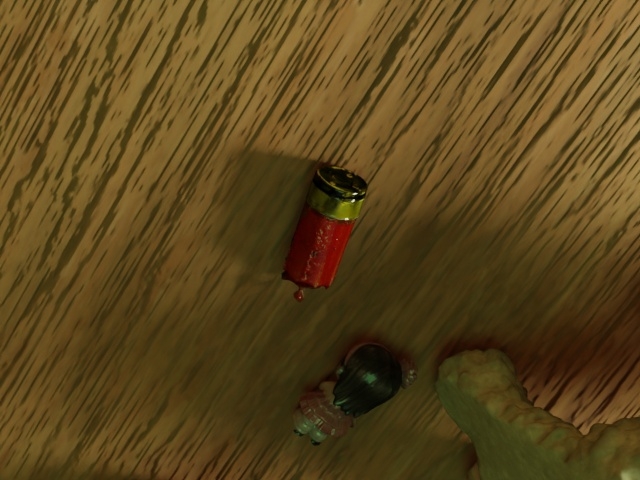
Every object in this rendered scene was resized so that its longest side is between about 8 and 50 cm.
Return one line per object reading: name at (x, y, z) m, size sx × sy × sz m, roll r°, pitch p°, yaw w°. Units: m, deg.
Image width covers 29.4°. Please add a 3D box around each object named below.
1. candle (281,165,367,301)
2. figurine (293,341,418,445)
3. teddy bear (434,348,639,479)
candle at (0.000, 0.000, 1.096) m, size 0.052 × 0.052 × 0.131 m, roll 16°, pitch 116°, yaw -7°
figurine at (0.031, 0.151, 1.169) m, size 0.072 × 0.054 × 0.129 m, roll 35°, pitch 113°, yaw -20°
teddy bear at (0.363, 0.180, 1.100) m, size 0.362 × 0.375 × 0.327 m, roll -26°, pitch 115°, yaw -18°
